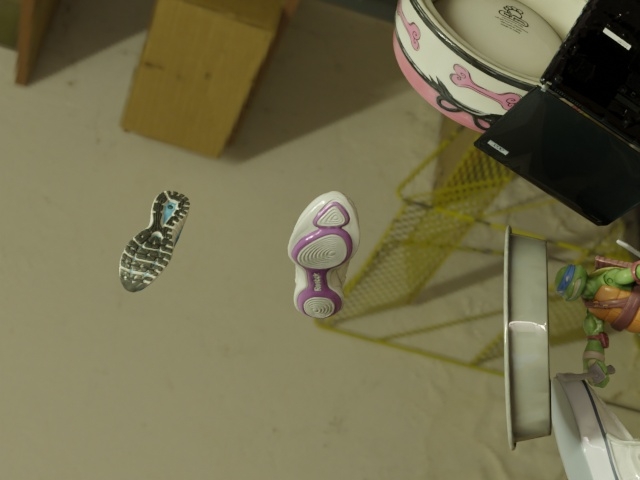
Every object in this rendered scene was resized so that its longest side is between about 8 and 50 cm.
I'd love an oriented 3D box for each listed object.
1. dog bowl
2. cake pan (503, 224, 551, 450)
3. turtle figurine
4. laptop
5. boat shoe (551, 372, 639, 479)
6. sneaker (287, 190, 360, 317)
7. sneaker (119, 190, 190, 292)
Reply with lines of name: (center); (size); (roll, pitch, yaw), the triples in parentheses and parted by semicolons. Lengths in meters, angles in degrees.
dog bowl: (0.301, -0.337, 1.760); (0.150, 0.407, 0.408); (116, 167, -46)
cake pan: (0.272, 0.126, 1.382); (0.293, 0.054, 0.293); (-2, -90, -77)
turtle figurine: (0.454, 0.127, 1.457); (0.274, 0.266, 0.198); (167, 121, -88)
laptop: (0.388, -0.181, 1.443); (0.264, 0.234, 0.136); (-59, 11, 1)
boat shoe: (0.445, 0.337, 1.460); (0.136, 0.156, 0.367); (89, 165, -54)
sneaker: (0.000, 0.000, 1.791); (0.305, 0.114, 0.152); (101, 173, -53)
sneaker: (-0.226, 0.011, 1.476); (0.073, 0.063, 0.162); (103, -169, -56)
